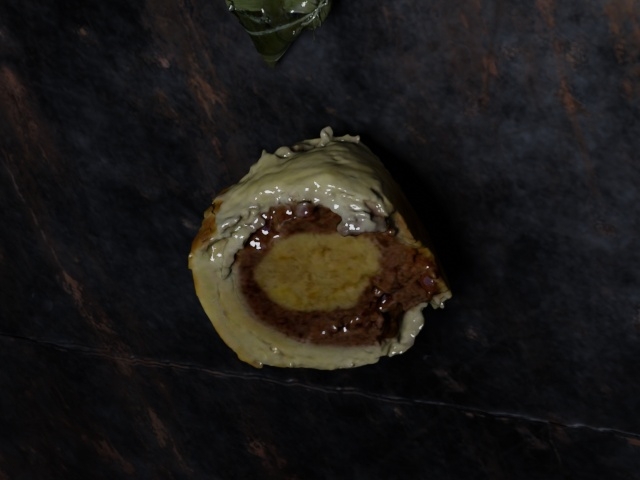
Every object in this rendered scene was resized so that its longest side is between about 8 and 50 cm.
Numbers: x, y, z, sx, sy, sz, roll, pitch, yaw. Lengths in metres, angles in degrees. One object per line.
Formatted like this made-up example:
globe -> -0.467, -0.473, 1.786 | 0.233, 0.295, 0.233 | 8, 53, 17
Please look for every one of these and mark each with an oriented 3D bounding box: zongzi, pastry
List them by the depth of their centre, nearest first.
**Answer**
zongzi -> -0.024, -0.207, 1.617 | 0.109, 0.055, 0.119 | 8, 146, 31
pastry -> -0.003, 0.006, 1.719 | 0.236, 0.170, 0.256 | -19, 134, 18
